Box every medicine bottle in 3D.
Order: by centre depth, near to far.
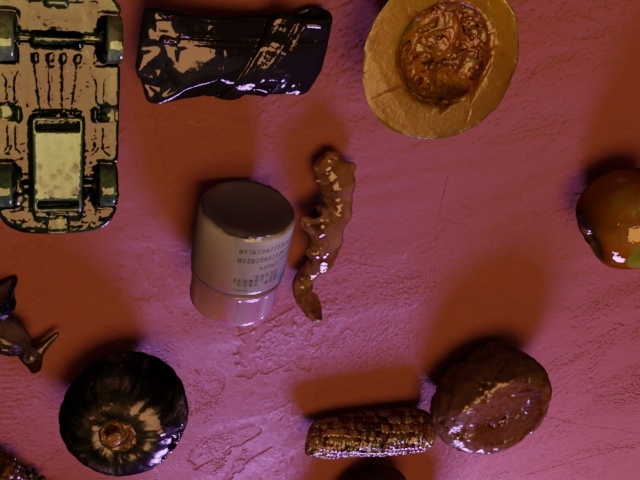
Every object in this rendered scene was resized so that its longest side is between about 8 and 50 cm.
[{"bbox_3d":[-0.111,0.018,1.330,0.135,0.135,0.169,-3,129,-22],"label":"medicine bottle"}]

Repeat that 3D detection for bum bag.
[{"bbox_3d":[-0.103,-0.225,1.172,0.248,0.060,0.123,-2,131,-25],"label":"bum bag"}]

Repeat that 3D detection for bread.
[{"bbox_3d":[0.304,0.280,1.754,0.229,0.123,0.230,-12,130,-14],"label":"bread"}]

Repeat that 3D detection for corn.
[{"bbox_3d":[0.087,0.346,1.742,0.253,0.086,0.086,-1,129,-21],"label":"corn"}]

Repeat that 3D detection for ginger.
[{"bbox_3d":[0.000,0.000,1.407,0.089,0.075,0.288,-19,134,-41],"label":"ginger"}]

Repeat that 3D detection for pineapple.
[{"bbox_3d":[-0.477,0.389,1.541,0.074,0.074,0.159,-30,143,2],"label":"pineapple"}]

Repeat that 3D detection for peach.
[{"bbox_3d":[0.107,0.493,1.858,0.152,0.152,0.152,-13,133,-14],"label":"peach"}]

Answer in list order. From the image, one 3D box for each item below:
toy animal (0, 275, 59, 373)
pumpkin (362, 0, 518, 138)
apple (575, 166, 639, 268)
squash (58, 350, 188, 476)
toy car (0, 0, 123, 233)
[{"bbox_3d":[-0.435,0.123,1.338,0.105,0.070,0.202,-18,138,9],"label":"toy animal"},{"bbox_3d":[0.140,-0.248,1.241,0.217,0.110,0.217,-7,120,-13],"label":"pumpkin"},{"bbox_3d":[0.481,-0.035,1.541,0.147,0.146,0.163,-22,148,-13],"label":"apple"},{"bbox_3d":[-0.291,0.255,1.446,0.193,0.156,0.193,2,132,2],"label":"squash"},{"bbox_3d":[-0.298,-0.156,1.100,0.136,0.125,0.306,-2,118,-17],"label":"toy car"}]
